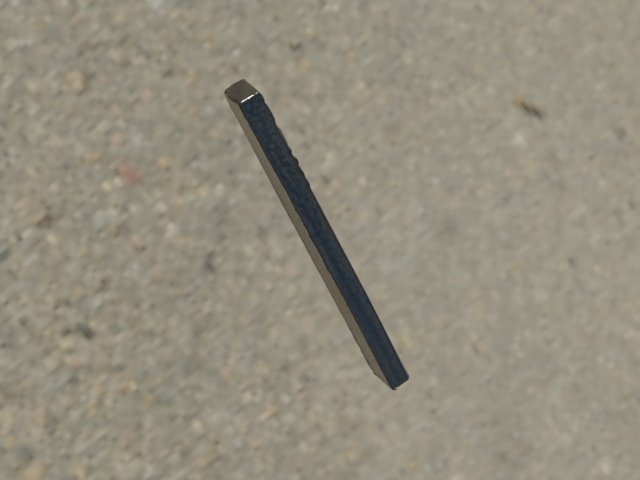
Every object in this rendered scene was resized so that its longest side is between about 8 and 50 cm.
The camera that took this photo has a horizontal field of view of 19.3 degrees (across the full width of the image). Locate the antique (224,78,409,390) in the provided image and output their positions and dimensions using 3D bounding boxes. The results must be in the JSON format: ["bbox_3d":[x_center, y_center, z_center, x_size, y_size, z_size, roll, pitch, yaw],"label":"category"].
[{"bbox_3d":[0.000,0.000,0.986,0.192,0.015,0.031,62,-10,-27],"label":"antique"}]
